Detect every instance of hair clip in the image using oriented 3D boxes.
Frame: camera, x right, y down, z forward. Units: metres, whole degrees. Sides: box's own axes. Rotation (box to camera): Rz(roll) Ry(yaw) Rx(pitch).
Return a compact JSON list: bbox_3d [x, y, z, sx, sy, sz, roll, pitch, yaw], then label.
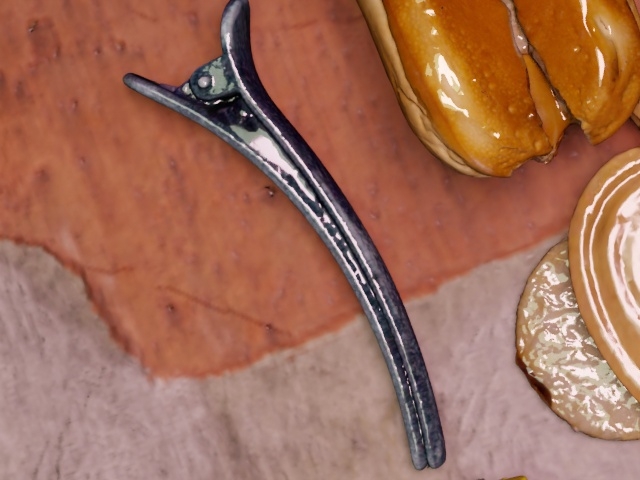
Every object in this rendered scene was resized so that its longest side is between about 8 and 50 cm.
[{"bbox_3d":[0.000,0.000,0.885,0.083,0.048,0.275,-34,84,4],"label":"hair clip"}]

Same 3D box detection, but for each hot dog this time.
[{"bbox_3d":[0.058,-0.193,0.844,0.135,0.100,0.337,-23,78,-1],"label":"hot dog"}]

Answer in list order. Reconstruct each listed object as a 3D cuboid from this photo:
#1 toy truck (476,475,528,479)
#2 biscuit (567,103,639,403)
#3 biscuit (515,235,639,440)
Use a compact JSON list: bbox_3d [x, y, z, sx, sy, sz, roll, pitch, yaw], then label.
[{"bbox_3d":[0.112,0.236,0.826,0.098,0.114,0.227,-28,83,31],"label":"toy truck"},{"bbox_3d":[0.234,-0.031,0.835,0.202,0.044,0.289,7,89,9],"label":"biscuit"},{"bbox_3d":[0.162,0.048,0.868,0.120,0.015,0.120,0,89,11],"label":"biscuit"}]
